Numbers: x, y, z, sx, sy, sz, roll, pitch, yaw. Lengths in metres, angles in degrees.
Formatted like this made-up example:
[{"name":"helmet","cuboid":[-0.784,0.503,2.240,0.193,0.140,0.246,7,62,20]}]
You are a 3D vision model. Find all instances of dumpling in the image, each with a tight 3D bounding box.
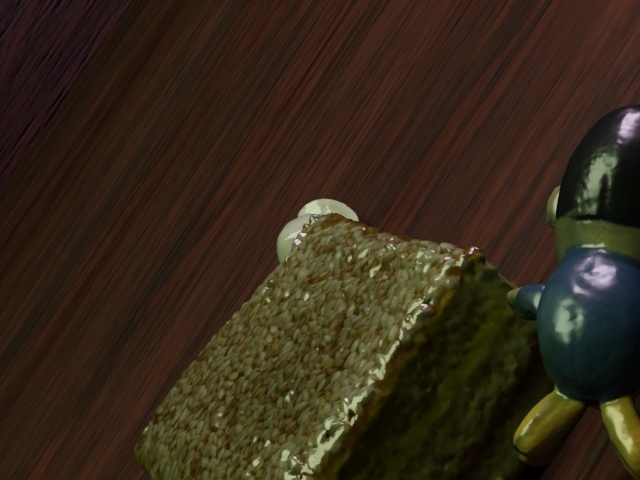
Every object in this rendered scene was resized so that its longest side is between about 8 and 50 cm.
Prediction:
[{"name":"dumpling","cuboid":[0.001,0.001,1.288,0.059,0.043,0.077,-28,11,24]}]

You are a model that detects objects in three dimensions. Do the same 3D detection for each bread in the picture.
[{"name":"bread","cuboid":[0.015,0.090,0.962,0.184,0.110,0.234,-54,18,-6]}]

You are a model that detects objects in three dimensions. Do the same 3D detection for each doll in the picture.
[{"name":"doll","cuboid":[0.130,0.019,0.825,0.102,0.089,0.179,7,67,25]}]
